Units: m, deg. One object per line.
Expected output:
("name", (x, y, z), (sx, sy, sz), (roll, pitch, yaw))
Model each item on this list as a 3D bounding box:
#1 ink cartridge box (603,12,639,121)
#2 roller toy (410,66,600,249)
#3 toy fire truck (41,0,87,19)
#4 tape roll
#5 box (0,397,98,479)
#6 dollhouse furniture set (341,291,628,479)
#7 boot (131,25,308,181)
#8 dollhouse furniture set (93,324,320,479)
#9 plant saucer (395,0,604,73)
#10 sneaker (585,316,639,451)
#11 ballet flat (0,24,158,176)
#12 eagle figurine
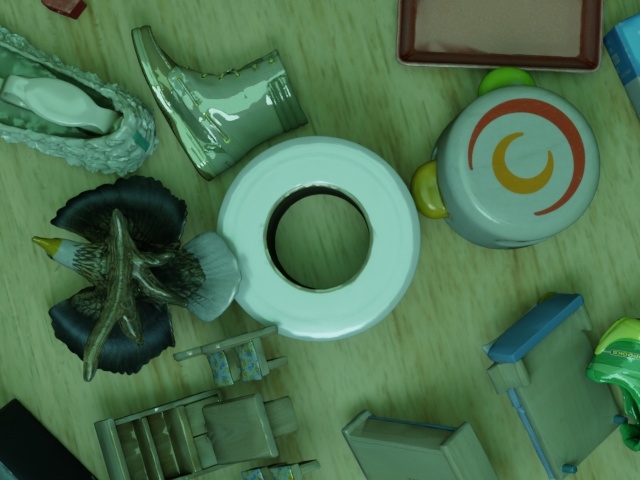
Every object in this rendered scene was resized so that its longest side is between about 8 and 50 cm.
("ink cartridge box", (0.515, -0.164, 1.876), (0.223, 0.129, 0.307), (-25, 88, 1))
("roller toy", (0.233, -0.084, 1.875), (0.191, 0.146, 0.209), (36, 80, -2))
("toy fire truck", (-0.361, -0.386, 1.954), (0.192, 0.047, 0.135), (33, 91, 3))
("tape roll", (0.000, 0.000, 1.870), (0.246, 0.169, 0.246), (0, 88, 1))
("box", (-0.427, 0.360, 1.805), (0.294, 0.296, 0.183), (-43, 93, -1))
("dollhouse furniture set", (0.235, 0.248, 1.909), (0.303, 0.198, 0.286), (-38, 111, -29))
("boot", (-0.128, -0.204, 1.927), (0.165, 0.077, 0.213), (-29, 93, 1))
("dollhouse furniture set", (-0.138, 0.234, 1.807), (0.161, 0.242, 0.212), (-15, 87, -32))
("plant saucer", (0.228, -0.341, 1.933), (0.259, 0.048, 0.259), (2, 89, 3))
("sneaker", (0.432, 0.225, 1.864), (0.123, 0.109, 0.295), (-44, 98, -4))
("ballet flat", (-0.395, -0.200, 1.909), (0.408, 0.147, 0.147), (19, 89, 3))
("eagle figurine", (-0.240, 0.036, 1.829), (0.226, 0.298, 0.225), (-39, 93, -8))
